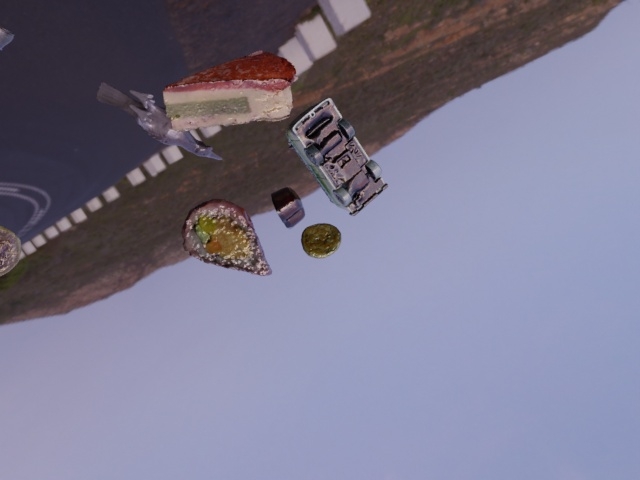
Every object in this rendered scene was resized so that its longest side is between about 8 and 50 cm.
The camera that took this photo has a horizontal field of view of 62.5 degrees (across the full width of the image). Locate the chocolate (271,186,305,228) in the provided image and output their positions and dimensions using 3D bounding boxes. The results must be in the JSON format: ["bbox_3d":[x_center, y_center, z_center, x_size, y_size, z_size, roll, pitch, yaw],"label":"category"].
[{"bbox_3d":[-0.095,-0.111,1.657,0.080,0.148,0.125,-25,-123,6],"label":"chocolate"}]

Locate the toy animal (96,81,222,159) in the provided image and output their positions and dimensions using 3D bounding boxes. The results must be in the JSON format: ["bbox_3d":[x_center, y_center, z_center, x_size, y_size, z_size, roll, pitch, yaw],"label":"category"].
[{"bbox_3d":[-0.417,-0.302,1.296,0.081,0.367,0.206,-61,-176,-4],"label":"toy animal"}]

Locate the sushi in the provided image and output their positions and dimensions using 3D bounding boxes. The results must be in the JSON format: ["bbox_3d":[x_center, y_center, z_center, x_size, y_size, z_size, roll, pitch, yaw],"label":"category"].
[{"bbox_3d":[-0.217,-0.013,1.308,0.107,0.241,0.161,-162,-92,-85],"label":"sushi"}]

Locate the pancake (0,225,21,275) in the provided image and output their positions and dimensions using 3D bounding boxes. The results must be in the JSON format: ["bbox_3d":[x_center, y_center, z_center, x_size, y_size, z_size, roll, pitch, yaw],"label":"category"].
[{"bbox_3d":[-0.755,0.021,1.212,0.023,0.129,0.116,29,-91,38],"label":"pancake"}]

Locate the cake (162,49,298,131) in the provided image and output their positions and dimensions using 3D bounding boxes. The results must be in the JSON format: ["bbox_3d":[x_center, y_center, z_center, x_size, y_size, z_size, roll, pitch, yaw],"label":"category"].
[{"bbox_3d":[-0.132,-0.236,0.871,0.117,0.086,0.220,30,-132,30],"label":"cake"}]

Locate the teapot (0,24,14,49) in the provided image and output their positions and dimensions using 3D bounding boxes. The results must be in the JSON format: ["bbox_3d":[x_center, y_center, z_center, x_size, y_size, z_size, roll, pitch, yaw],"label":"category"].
[{"bbox_3d":[-0.804,-0.509,1.316,0.057,0.066,0.088,-59,-163,8],"label":"teapot"}]

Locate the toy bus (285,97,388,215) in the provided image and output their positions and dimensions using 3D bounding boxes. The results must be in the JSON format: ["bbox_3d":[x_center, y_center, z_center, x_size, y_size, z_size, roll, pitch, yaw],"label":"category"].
[{"bbox_3d":[0.028,-0.210,1.335,0.134,0.276,0.165,-41,-158,-11],"label":"toy bus"}]

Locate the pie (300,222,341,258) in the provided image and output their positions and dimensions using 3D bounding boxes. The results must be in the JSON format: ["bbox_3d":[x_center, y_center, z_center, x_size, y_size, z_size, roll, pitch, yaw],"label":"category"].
[{"bbox_3d":[0.002,0.001,1.011,0.084,0.021,0.084,-3,-127,3],"label":"pie"}]
